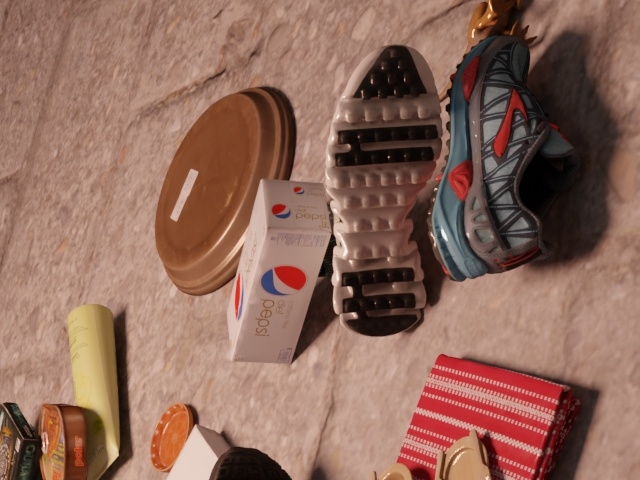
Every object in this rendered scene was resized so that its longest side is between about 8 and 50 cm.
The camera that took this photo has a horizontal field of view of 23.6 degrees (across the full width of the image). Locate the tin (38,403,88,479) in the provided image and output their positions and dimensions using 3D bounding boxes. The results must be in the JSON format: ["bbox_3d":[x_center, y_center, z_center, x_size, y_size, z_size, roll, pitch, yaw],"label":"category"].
[{"bbox_3d":[-0.328,0.262,1.952,0.189,0.040,0.106,170,102,-70],"label":"tin"}]

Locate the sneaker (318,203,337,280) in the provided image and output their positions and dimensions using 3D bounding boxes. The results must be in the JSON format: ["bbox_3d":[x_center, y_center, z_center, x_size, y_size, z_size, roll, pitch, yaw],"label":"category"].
[{"bbox_3d":[0.000,0.000,1.646,0.166,0.065,0.076,33,107,64],"label":"sneaker"}]

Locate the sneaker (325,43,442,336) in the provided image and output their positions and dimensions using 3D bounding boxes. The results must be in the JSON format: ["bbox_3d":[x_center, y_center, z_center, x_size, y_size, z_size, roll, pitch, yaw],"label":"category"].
[{"bbox_3d":[0.053,-0.056,1.479,0.118,0.110,0.292,-99,12,-63],"label":"sneaker"}]

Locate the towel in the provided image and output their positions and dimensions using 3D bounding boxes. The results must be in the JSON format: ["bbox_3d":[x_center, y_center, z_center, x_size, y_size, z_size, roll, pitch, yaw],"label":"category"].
[{"bbox_3d":[0.117,0.242,1.327,0.199,0.031,0.275,9,78,59],"label":"towel"}]

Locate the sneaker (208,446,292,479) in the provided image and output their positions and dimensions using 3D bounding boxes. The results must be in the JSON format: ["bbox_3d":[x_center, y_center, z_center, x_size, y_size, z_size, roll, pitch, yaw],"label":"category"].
[{"bbox_3d":[-0.084,0.343,1.488,0.130,0.109,0.286,-37,47,49],"label":"sneaker"}]

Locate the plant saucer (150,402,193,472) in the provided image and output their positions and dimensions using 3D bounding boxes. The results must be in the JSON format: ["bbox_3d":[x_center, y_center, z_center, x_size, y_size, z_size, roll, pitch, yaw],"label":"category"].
[{"bbox_3d":[-0.173,0.233,1.803,0.083,0.013,0.083,-35,43,41],"label":"plant saucer"}]

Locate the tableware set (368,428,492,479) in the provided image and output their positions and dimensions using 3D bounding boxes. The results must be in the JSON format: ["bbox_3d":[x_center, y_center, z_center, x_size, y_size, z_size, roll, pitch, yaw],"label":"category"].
[{"bbox_3d":[0.089,0.246,1.319,0.168,0.020,0.141,-35,42,43],"label":"tableware set"}]

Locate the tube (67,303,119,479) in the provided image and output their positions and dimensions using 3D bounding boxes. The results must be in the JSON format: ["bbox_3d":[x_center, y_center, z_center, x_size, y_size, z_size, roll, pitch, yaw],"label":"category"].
[{"bbox_3d":[-0.288,0.194,1.969,0.062,0.070,0.240,-13,55,3],"label":"tube"}]

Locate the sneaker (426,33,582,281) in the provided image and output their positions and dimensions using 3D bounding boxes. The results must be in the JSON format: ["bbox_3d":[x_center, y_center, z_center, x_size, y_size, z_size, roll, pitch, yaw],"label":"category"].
[{"bbox_3d":[0.184,-0.078,1.402,0.125,0.104,0.262,-5,58,28],"label":"sneaker"}]

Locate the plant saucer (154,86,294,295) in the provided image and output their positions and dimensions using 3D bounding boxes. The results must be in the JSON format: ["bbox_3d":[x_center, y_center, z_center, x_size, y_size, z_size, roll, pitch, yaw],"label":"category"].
[{"bbox_3d":[-0.129,-0.067,1.912,0.278,0.041,0.278,-36,43,42],"label":"plant saucer"}]

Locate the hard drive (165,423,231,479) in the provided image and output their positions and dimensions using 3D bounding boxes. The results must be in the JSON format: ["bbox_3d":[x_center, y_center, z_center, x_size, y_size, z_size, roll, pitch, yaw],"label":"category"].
[{"bbox_3d":[-0.162,0.379,1.661,0.307,0.040,0.203,-62,31,9],"label":"hard drive"}]

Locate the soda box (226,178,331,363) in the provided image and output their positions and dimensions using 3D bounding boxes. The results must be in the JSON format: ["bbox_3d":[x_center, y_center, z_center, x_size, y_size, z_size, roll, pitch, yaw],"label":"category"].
[{"bbox_3d":[-0.046,0.036,1.602,0.216,0.069,0.074,108,161,-45],"label":"soda box"}]

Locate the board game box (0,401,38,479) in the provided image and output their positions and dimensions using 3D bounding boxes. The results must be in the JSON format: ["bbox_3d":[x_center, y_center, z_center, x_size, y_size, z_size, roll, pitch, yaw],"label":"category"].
[{"bbox_3d":[-0.428,0.329,2.085,0.126,0.026,0.186,37,116,59],"label":"board game box"}]

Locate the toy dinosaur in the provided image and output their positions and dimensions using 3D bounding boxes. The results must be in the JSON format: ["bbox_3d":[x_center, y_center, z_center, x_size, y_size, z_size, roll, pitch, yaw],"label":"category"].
[{"bbox_3d":[0.165,-0.202,1.537,0.211,0.064,0.112,-61,12,-8],"label":"toy dinosaur"}]
